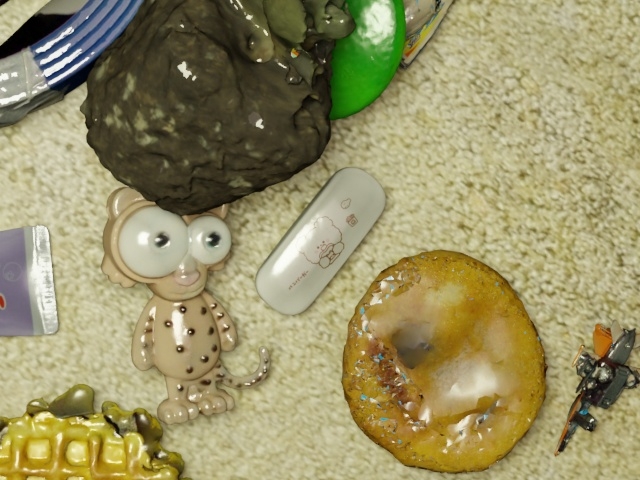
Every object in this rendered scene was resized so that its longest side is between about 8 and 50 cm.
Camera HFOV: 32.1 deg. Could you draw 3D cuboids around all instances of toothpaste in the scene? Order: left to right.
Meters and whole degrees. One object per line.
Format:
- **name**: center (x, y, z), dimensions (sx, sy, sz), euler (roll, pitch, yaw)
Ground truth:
- **toothpaste**: center (-0.481, 0.059, 1.219), dimensions (0.371, 0.080, 0.125), euler (-5, 89, -17)

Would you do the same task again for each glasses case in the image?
- **glasses case**: center (0.000, 0.000, 1.299), dimensions (0.074, 0.049, 0.193), euler (39, 84, -8)

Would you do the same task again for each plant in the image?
- **plant**: center (-0.073, -0.178, 1.106), dimensions (0.312, 0.215, 0.213), euler (-33, 128, 26)

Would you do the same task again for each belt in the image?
- **belt**: center (-0.322, -0.259, 1.204), dimensions (0.347, 0.117, 0.212), euler (-37, 97, -8)

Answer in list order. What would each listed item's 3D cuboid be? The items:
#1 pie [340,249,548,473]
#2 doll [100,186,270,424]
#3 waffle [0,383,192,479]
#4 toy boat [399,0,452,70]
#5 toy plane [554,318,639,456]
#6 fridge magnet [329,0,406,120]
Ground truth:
- **pie**: center (0.144, 0.145, 1.318), dimensions (0.273, 0.069, 0.273), euler (0, 90, -9)
- **doll**: center (-0.154, 0.065, 1.246), dimensions (0.154, 0.119, 0.278), euler (-20, 101, -22)
- **waffle**: center (-0.280, 0.321, 1.257), dimensions (0.329, 0.062, 0.329), euler (0, 90, -9)
- **toy boat**: center (0.126, -0.295, 1.303), dimensions (0.084, 0.066, 0.210), euler (42, 84, -10)
- **toy plane**: center (0.339, 0.186, 1.357), dimensions (0.135, 0.062, 0.188), euler (21, 91, -36)
- **fridge magnet**: center (0.003, -0.237, 1.241), dimensions (0.208, 0.088, 0.208), euler (7, 104, 29)
